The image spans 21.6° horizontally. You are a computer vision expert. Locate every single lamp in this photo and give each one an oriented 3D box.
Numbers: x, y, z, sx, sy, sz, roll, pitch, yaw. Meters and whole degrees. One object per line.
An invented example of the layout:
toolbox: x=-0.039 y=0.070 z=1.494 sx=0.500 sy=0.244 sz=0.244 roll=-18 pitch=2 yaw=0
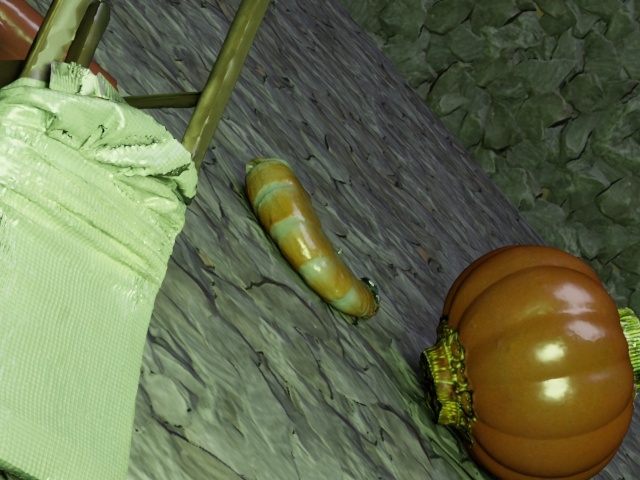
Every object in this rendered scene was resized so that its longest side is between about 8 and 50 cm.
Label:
lamp: x=0.189 y=0.112 z=1.488 sx=0.223 sy=0.197 sz=0.223 roll=171 pitch=-90 yaw=-82

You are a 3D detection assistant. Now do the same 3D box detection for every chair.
chair: x=-0.158 y=-0.030 z=0.892 sx=0.186 sy=0.319 sz=0.160 roll=2 pitch=-25 yaw=38

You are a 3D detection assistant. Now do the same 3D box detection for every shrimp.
shrimp: x=0.000 y=0.000 z=1.517 sx=0.166 sy=0.049 sz=0.161 roll=35 pitch=21 yaw=-51

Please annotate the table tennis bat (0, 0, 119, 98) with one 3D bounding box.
table tennis bat: x=-0.298 y=-0.211 z=1.123 sx=0.415 sy=0.051 sz=0.268 roll=40 pitch=16 yaw=-31
